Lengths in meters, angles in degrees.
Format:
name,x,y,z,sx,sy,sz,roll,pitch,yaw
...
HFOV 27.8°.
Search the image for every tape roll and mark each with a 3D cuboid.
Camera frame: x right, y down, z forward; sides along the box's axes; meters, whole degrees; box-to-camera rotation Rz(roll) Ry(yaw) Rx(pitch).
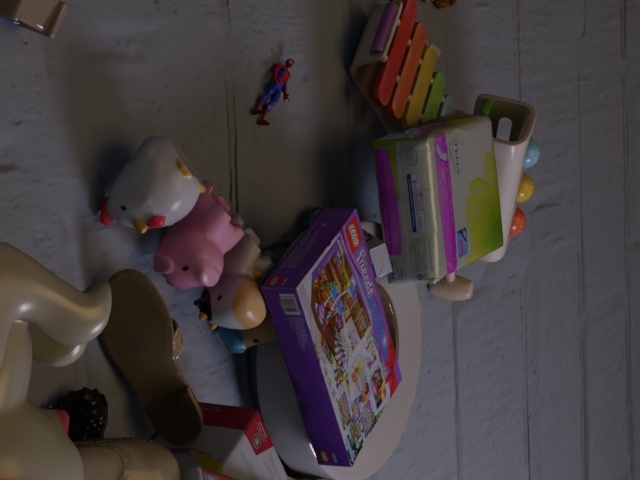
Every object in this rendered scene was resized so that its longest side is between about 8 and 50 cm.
name,x,y,z,sx,sy,sz,roll,pitch,yaw
tape roll,0.039,0.162,1.916,0.392,0.072,0.392,-5,95,-58

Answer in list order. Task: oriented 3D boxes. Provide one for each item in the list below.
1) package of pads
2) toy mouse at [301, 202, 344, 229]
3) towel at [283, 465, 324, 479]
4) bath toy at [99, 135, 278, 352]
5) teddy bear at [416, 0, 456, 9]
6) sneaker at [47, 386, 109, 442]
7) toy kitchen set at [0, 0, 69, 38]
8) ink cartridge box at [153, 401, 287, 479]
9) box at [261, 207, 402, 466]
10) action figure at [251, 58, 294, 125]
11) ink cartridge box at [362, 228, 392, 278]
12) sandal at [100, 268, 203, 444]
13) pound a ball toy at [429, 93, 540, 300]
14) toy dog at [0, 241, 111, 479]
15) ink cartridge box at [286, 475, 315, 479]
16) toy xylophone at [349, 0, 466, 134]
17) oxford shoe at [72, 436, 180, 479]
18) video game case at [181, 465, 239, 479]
name,x,y,z,sx,sy,sz,roll,pitch,yaw
package of pads,0.185,-0.073,2.002,0.296,0.101,0.229,-21,107,-61
toy mouse,0.000,0.000,1.942,0.161,0.031,0.143,54,48,-46
towel,-0.057,0.474,1.879,0.329,0.037,0.237,-41,127,-50
bath toy,-0.154,0.014,1.617,0.348,0.129,0.151,53,5,-49
teddy bear,0.199,-0.522,2.159,0.245,0.113,0.338,-62,140,-32
sneaker,-0.295,0.278,1.448,0.086,0.085,0.237,91,13,-63
toy kitchen set,-0.325,-0.342,1.343,0.166,0.122,0.207,20,95,-58
ink cartridge box,-0.149,0.312,1.627,0.176,0.127,0.128,-56,139,-42
box,0.022,0.131,1.752,0.201,0.057,0.293,-52,134,-49
action figure,-0.062,-0.215,1.832,0.038,0.030,0.115,52,47,-40
ink cartridge box,0.066,0.016,1.830,0.028,0.083,0.048,-25,117,-18
sandal,-0.207,0.133,1.589,0.079,0.088,0.240,-100,171,-70
pound a ball toy,0.291,-0.060,2.240,0.208,0.135,0.319,-62,162,-44
toy dog,-0.350,0.108,1.048,0.395,0.284,0.408,-29,90,-35
ink cartridge box,-0.031,0.423,1.832,0.235,0.056,0.171,36,63,-58
toy xylophone,0.148,-0.277,2.118,0.322,0.081,0.236,41,58,-53
oxford shoe,-0.283,0.287,1.292,0.397,0.146,0.141,-17,84,-42
video game case,-0.072,0.385,1.514,0.285,0.025,0.204,40,33,-61
